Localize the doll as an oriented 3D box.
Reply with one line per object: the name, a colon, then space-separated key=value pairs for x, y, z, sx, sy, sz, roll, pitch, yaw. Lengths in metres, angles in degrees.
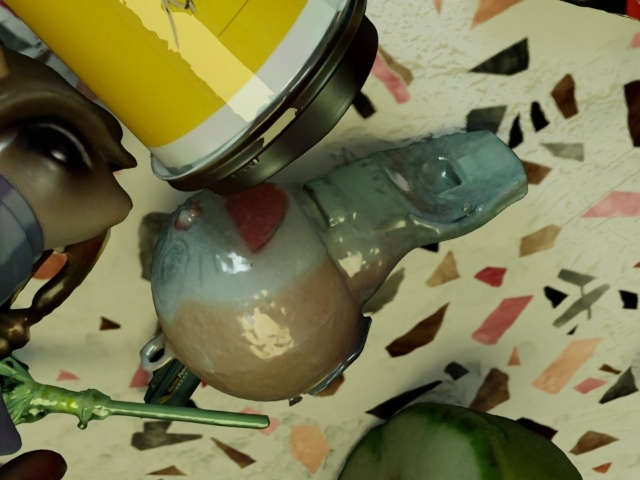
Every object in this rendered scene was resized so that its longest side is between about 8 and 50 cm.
doll: x=-0.236 y=0.031 z=0.745 sx=0.209 sy=0.339 sz=0.318 roll=22 pitch=148 yaw=-19

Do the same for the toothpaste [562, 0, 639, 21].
toothpaste: x=0.189 y=-0.207 z=0.846 sx=0.193 sy=0.045 sz=0.071 roll=6 pitch=128 yaw=-23

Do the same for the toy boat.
toy boat: x=-0.130 y=0.116 z=1.030 sx=0.060 sy=0.055 sz=0.141 roll=32 pitch=121 yaw=-4

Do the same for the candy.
candy: x=-0.196 y=0.143 z=0.996 sx=0.305 sy=0.083 sz=0.091 roll=7 pitch=170 yaw=-5

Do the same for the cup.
cup: x=-0.108 y=-0.167 z=0.731 sx=0.196 sy=0.196 sz=0.280 roll=-40 pitch=118 yaw=20

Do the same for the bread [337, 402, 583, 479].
bread: x=0.108 y=0.341 z=1.061 sx=0.129 sy=0.366 sz=0.382 roll=16 pitch=145 yaw=-24

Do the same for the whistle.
whistle: x=0.000 y=0.000 z=0.902 sx=0.348 sy=0.189 sz=0.189 roll=-31 pitch=129 yaw=-3
